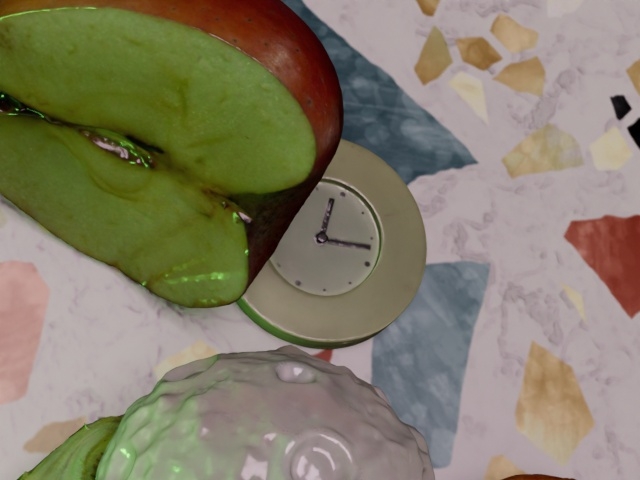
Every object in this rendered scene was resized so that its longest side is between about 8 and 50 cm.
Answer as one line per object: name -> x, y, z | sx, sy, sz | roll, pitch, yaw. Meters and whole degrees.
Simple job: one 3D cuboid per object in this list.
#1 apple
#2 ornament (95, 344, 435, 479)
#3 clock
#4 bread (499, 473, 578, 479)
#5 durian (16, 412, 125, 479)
apple -> -0.168, -0.114, 1.652 | 0.365, 0.295, 0.329 | 23, 95, 3
ornament -> -0.043, 0.267, 1.565 | 0.337, 0.337, 0.337 | 4, 74, -15
clock -> 0.000, 0.000, 1.826 | 0.235, 0.029, 0.235 | 5, 72, -15
bread -> 0.202, 0.399, 1.727 | 0.295, 0.114, 0.328 | 29, 70, -6
durian -> -0.255, 0.284, 1.625 | 0.132, 0.107, 0.375 | 26, 49, 10
